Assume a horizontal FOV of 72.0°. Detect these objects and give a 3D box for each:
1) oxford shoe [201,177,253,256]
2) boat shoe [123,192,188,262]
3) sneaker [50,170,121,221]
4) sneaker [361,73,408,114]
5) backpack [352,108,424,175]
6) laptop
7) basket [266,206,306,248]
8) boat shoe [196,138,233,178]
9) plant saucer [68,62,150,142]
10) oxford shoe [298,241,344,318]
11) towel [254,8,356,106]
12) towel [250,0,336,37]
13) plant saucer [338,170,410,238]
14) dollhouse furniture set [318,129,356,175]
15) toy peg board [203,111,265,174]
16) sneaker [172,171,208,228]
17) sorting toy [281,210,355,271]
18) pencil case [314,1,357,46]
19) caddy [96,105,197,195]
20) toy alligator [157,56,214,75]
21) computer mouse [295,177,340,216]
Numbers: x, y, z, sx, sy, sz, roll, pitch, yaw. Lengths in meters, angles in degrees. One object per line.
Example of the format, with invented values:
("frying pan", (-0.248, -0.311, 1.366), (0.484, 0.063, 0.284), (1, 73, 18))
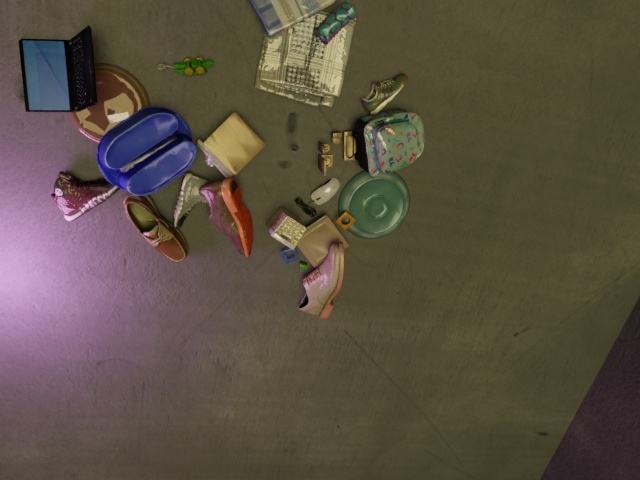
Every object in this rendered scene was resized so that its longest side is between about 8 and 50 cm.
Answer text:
("oxford shoe", (-0.354, -0.082, 1.717), (0.132, 0.130, 0.364), (-5, 128, 9))
("boat shoe", (-0.638, -0.038, 1.683), (0.122, 0.120, 0.324), (-33, 115, 4))
("sneaker", (-0.849, -0.200, 1.584), (0.281, 0.106, 0.163), (-32, 112, 4))
("sneaker", (0.236, -0.568, 1.656), (0.086, 0.064, 0.192), (38, 105, -28))
("backpack", (0.275, -0.380, 1.677), (0.253, 0.191, 0.225), (-22, 121, -17))
("laptop", (-0.829, -0.535, 1.388), (0.136, 0.264, 0.235), (-9, 100, -46))
("basket", (-0.136, -0.055, 1.754), (0.113, 0.167, 0.103), (33, 97, -22))
("boat shoe", (-0.398, -0.303, 1.653), (0.063, 0.066, 0.184), (-45, 123, 8))
("plant saucer", (-0.737, -0.465, 1.526), (0.277, 0.041, 0.278), (-4, 114, -10))
("oxford shoe", (0.006, 0.174, 1.873), (0.146, 0.141, 0.397), (11, 119, -9))
("towel", (-0.055, -0.659, 1.567), (0.311, 0.056, 0.325), (9, 112, -15))
("towel", (-0.098, -0.837, 1.465), (0.284, 0.034, 0.209), (-30, 105, -2))
("plant saucer", (0.232, -0.146, 1.852), (0.317, 0.044, 0.318), (-4, 113, -9))
("dollhouse furniture set", (0.074, -0.339, 1.692), (0.151, 0.123, 0.144), (-5, 114, -9))
("toy peg board", (-0.320, -0.356, 1.619), (0.161, 0.079, 0.161), (-46, 114, -3))
("sneaker", (-0.484, -0.137, 1.692), (0.132, 0.086, 0.229), (14, 109, -19))
("sorting toy", (0.000, 0.000, 1.864), (0.347, 0.047, 0.196), (-33, 120, 9))
("pencil case", (0.054, -0.738, 1.497), (0.151, 0.064, 0.070), (-39, 82, 8))
("caddy", (-0.601, -0.312, 1.537), (0.341, 0.179, 0.241), (-39, 125, -13))
("toy alligator", (-0.461, -0.592, 1.521), (0.189, 0.056, 0.051), (-9, 155, -7))
("computer mouse", (0.000, -0.182, 1.789), (0.193, 0.042, 0.106), (-39, 113, 7))
